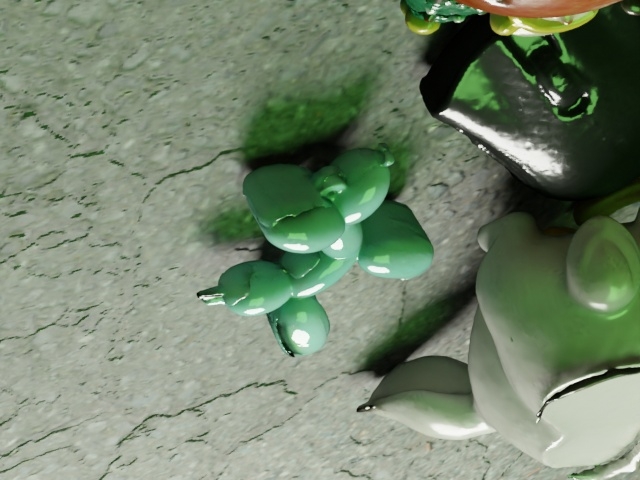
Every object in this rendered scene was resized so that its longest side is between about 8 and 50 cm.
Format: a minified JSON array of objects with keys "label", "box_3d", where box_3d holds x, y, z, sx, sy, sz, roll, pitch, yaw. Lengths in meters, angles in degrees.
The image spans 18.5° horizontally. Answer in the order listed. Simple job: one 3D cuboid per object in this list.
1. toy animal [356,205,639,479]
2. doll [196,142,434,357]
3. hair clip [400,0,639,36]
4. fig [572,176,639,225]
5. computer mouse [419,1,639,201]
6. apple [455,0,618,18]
[{"label":"toy animal","box_3d":[0.163,0.078,1.366,0.208,0.154,0.325,7,150,-27]},{"label":"doll","box_3d":[0.000,0.000,1.226,0.159,0.059,0.158,-39,149,19]},{"label":"hair clip","box_3d":[0.176,-0.161,1.061,0.321,0.091,0.138,-17,178,-16]},{"label":"fig","box_3d":[0.311,-0.027,1.370,0.207,0.175,0.175,21,129,-19]},{"label":"computer mouse","box_3d":[0.164,-0.086,1.214,0.147,0.088,0.264,-39,146,12]},{"label":"apple","box_3d":[0.088,-0.197,0.856,0.164,0.209,0.209,-32,153,-23]}]
